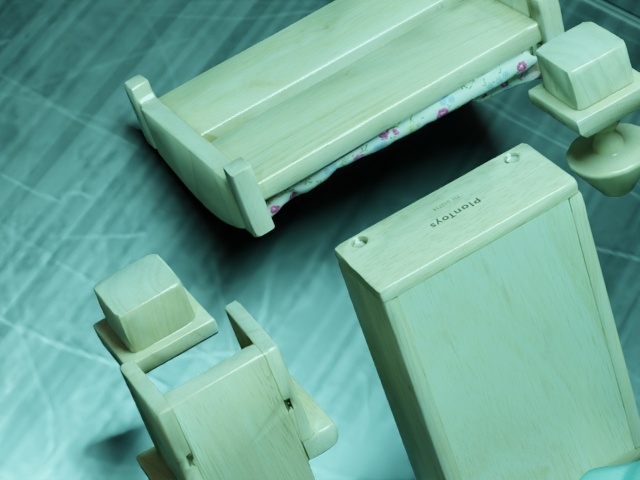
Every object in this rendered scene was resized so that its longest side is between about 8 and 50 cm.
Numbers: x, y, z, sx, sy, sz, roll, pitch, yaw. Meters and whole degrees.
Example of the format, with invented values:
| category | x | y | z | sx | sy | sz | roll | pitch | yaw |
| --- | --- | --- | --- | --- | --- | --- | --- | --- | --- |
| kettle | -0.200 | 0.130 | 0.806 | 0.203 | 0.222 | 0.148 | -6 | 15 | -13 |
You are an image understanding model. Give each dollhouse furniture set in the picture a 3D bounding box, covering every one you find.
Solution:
| category | x | y | z | sx | sy | sz | roll | pitch | yaw |
| --- | --- | --- | --- | --- | --- | --- | --- | --- | --- |
| dollhouse furniture set | 0.000 | 0.000 | 0.999 | 0.303 | 0.174 | 0.355 | -29 | 35 | -14 |

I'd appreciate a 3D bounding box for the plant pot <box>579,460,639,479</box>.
| category | x | y | z | sx | sy | sz | roll | pitch | yaw |
| --- | --- | --- | --- | --- | --- | --- | --- | --- | --- |
| plant pot | 0.203 | 0.181 | 0.783 | 0.196 | 0.293 | 0.293 | -1 | 51 | 21 |
